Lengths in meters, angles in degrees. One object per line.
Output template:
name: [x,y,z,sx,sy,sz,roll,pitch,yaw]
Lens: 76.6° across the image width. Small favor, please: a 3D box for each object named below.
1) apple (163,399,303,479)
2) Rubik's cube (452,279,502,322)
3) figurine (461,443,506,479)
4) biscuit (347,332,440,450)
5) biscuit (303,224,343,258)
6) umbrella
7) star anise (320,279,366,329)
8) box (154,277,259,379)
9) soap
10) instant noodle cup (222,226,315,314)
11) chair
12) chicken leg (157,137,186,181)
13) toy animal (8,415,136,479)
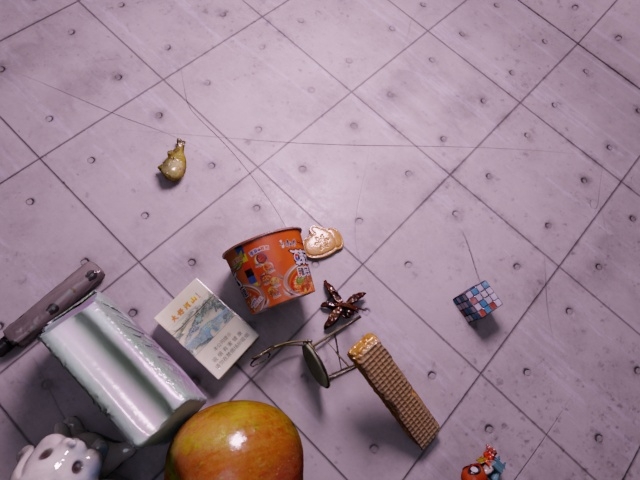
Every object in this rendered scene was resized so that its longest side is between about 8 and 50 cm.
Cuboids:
apple: [-0.198,0.552,0.954,0.341,0.339,0.338,2,70,-7]
Rubik's cube: [0.502,0.196,1.298,0.092,0.092,0.092,-27,75,-16]
figurine: [0.453,0.652,1.141,0.140,0.068,0.075,-38,82,-12]
biscuit: [0.207,0.416,1.118,0.094,0.054,0.378,-40,108,-15]
biscuit: [0.000,0.000,1.343,0.140,0.023,0.118,-29,77,-16]
umbrella: [-0.767,0.192,1.147,0.073,0.067,0.337,36,69,20]
star anise: [0.067,0.190,1.221,0.141,0.144,0.158,7,70,5]
box: [-0.326,0.255,1.180,0.257,0.069,0.164,40,70,8]
soap: [-0.503,0.308,1.029,0.446,0.261,0.156,37,72,15]
instant noodle cup: [-0.138,0.094,1.185,0.251,0.250,0.191,-19,82,-14]
chair: [-0.018,0.339,1.148,0.326,0.159,0.170,-22,76,-20]
chicken leg: [-0.491,-0.272,1.360,0.093,0.070,0.177,4,62,0]
toy animal: [-0.598,0.534,0.950,0.249,0.289,0.173,13,69,19]
